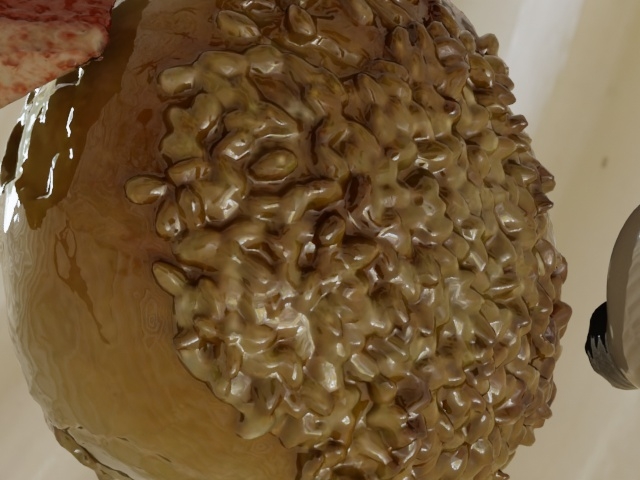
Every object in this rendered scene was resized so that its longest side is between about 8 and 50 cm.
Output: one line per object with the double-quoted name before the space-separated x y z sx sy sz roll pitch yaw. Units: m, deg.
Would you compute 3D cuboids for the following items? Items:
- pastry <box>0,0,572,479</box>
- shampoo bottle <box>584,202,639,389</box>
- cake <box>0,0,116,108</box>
"pastry" 0.000 0.000 1.012 0.245 0.409 0.410 -6 -178 40
"shampoo bottle" 0.187 0.023 0.645 0.127 0.078 0.257 48 152 -11
"cake" -0.241 -0.093 0.927 0.262 0.159 0.158 2 -136 -7
